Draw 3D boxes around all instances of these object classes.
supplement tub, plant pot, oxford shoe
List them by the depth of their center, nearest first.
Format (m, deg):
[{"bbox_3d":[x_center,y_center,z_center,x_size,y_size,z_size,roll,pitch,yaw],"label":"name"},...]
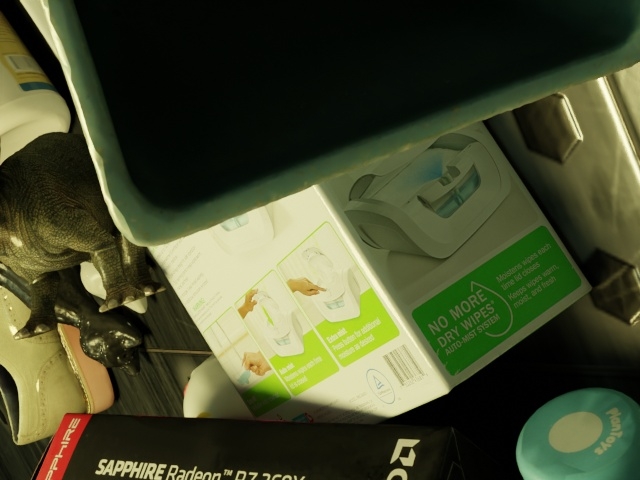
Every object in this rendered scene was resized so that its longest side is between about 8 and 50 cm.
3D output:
[{"bbox_3d":[-0.031,-0.187,0.502,0.252,0.247,0.247,-135,26,-60],"label":"plant pot"},{"bbox_3d":[-0.357,-0.161,1.125,0.200,0.144,0.144,54,151,11],"label":"supplement tub"},{"bbox_3d":[-0.407,0.066,1.413,0.397,0.146,0.140,61,152,-2],"label":"oxford shoe"}]

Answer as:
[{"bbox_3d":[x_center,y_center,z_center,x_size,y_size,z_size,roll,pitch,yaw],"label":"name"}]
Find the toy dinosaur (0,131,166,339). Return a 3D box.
[{"bbox_3d":[-0.183,-0.023,0.852,0.121,0.313,0.160,-19,92,29],"label":"toy dinosaur"}]

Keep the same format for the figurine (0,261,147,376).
[{"bbox_3d":[-0.265,0.032,1.237,0.209,0.092,0.215,40,146,17],"label":"figurine"}]

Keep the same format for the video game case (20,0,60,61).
[{"bbox_3d":[-0.185,-0.120,0.951,0.201,0.023,0.183,56,174,8],"label":"video game case"}]

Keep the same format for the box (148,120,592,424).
[{"bbox_3d":[0.000,0.000,0.728,0.231,0.126,0.262,57,152,6],"label":"box"}]

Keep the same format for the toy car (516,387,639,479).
[{"bbox_3d":[0.209,0.216,0.547,0.238,0.210,0.219,0,128,44],"label":"toy car"}]

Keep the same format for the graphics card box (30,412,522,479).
[{"bbox_3d":[-0.005,0.206,0.773,0.370,0.094,0.233,-6,144,44],"label":"graphics card box"}]

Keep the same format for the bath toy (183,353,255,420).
[{"bbox_3d":[-0.056,0.226,1.045,0.129,0.151,0.348,-84,-12,-52],"label":"bath toy"}]
